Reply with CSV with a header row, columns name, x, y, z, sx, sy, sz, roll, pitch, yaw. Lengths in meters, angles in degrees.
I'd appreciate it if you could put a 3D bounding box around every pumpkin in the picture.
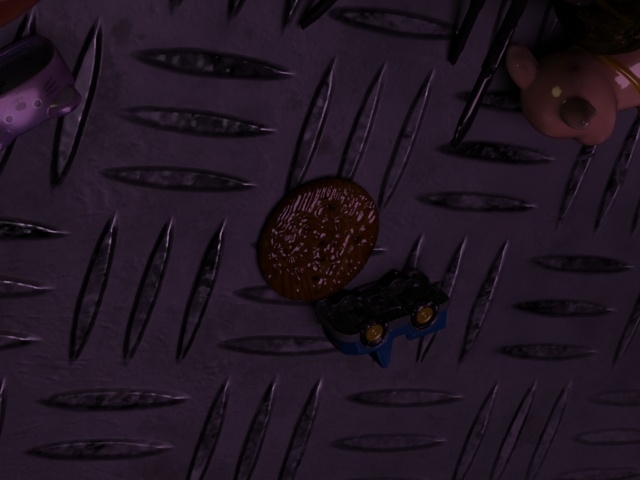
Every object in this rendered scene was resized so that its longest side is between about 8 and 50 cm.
name,x,y,z,sx,sy,sz,roll,pitch,yaw
pumpkin,0.403,-0.336,1.988,0.223,0.157,0.224,-15,165,-4

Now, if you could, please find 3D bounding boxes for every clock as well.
name,x,y,z,sx,sy,sz,roll,pitch,yaw
clock,-0.346,-0.163,1.710,0.152,0.110,0.050,-31,133,-14

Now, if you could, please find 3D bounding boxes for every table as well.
name,x,y,z,sx,sy,sz,roll,pitch,yaw
table,0.166,-0.285,1.882,0.317,0.317,0.249,7,128,-36

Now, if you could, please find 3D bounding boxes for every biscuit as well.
name,x,y,z,sx,sy,sz,roll,pitch,yaw
biscuit,0.001,0.000,2.097,0.187,0.027,0.188,-16,125,-24

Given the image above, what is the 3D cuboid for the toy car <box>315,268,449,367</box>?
name,x,y,z,sx,sy,sz,roll,pitch,yaw
toy car,0.090,0.116,2.181,0.191,0.097,0.100,-17,127,-24

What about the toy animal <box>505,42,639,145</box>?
name,x,y,z,sx,sy,sz,roll,pitch,yaw
toy animal,0.388,-0.224,2.130,0.248,0.165,0.149,-31,137,-27

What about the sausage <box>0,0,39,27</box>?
name,x,y,z,sx,sy,sz,roll,pitch,yaw
sausage,-0.277,-0.339,1.660,0.419,0.094,0.094,-40,177,-6
